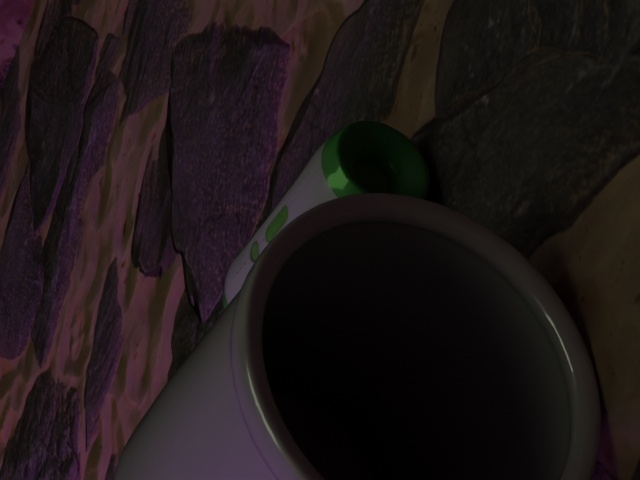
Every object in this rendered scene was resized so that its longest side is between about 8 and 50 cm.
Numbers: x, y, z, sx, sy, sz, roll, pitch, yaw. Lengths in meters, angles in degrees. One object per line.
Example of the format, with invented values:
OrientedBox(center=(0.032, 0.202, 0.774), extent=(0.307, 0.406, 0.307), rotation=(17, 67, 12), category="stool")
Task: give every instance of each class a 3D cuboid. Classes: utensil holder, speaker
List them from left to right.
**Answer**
OrientedBox(center=(0.000, 0.000, 1.642), extent=(0.296, 0.131, 0.131), rotation=(-51, 41, 47), category="speaker")
OrientedBox(center=(0.009, 0.193, 1.370), extent=(0.385, 0.327, 0.328), rotation=(-49, 43, 50), category="utensil holder")
